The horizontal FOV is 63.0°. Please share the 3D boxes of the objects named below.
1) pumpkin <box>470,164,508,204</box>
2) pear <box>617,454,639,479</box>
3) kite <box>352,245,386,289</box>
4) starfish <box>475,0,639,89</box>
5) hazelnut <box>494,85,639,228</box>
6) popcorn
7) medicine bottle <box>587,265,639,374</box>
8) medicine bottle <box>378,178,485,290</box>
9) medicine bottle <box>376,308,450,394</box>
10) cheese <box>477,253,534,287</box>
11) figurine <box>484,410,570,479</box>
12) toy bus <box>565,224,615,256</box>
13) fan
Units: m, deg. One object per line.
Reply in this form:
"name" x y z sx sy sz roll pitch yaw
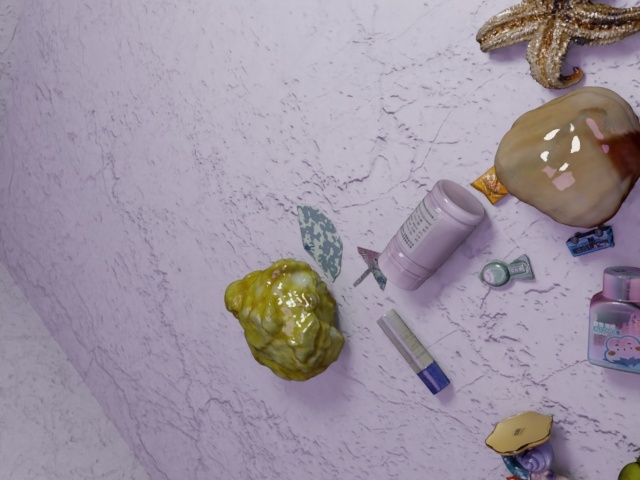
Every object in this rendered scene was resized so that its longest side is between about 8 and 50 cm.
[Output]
"pumpkin" 0.378 -0.126 1.133 0.073 0.035 0.101 55 130 16
"pear" 0.703 0.486 0.920 0.318 0.238 0.342 15 111 25
"kite" 0.130 0.075 1.395 0.152 0.005 0.137 -37 76 38
"starfish" 0.437 -0.442 0.961 0.312 0.113 0.303 42 127 11
"hazelnut" 0.456 -0.143 0.968 0.261 0.241 0.261 -6 74 22
"popcorn" -0.098 0.229 1.435 0.292 0.293 0.334 -23 89 9
"medicine bottle" 0.586 0.150 1.006 0.119 0.094 0.188 6 105 38
"medicine bottle" 0.249 -0.008 1.201 0.133 0.133 0.249 46 125 19
"medicine bottle" 0.235 0.282 1.334 0.231 0.059 0.059 53 127 15
"cheese" 0.408 0.072 1.166 0.121 0.026 0.067 -17 92 39
"figurine" 0.477 0.535 1.157 0.208 0.181 0.257 -23 89 -1
"toy bus" 0.538 0.001 1.040 0.083 0.038 0.046 -24 92 41
"fan" 0.000 0.000 1.473 0.131 0.009 0.240 -28 84 38
